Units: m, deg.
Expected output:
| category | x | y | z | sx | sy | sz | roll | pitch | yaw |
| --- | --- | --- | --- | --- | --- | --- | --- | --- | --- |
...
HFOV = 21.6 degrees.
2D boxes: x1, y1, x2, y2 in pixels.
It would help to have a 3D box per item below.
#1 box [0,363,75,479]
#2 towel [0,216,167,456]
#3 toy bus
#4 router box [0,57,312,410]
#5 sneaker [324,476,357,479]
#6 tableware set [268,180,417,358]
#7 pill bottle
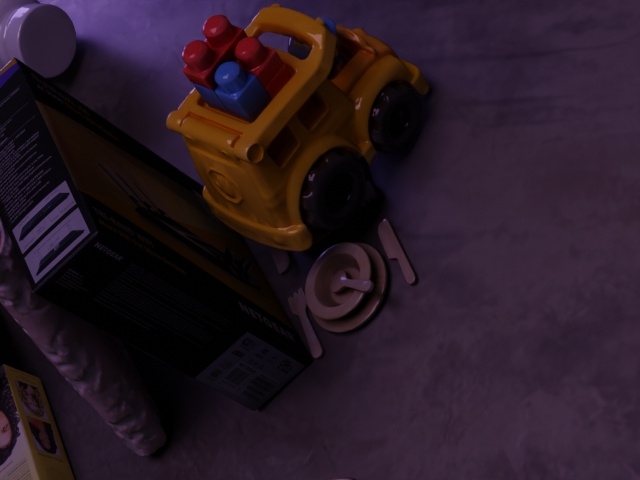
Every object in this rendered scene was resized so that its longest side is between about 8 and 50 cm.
| category | x | y | z | sx | sy | sz | roll | pitch | yaw |
| --- | --- | --- | --- | --- | --- | --- | --- | --- | --- |
| box | -0.299 | 0.241 | 1.690 | 0.087 | 0.058 | 0.232 | -43 | 49 | 17 |
| towel | -0.275 | 0.016 | 1.601 | 0.053 | 0.332 | 0.317 | -33 | 47 | 0 |
| toy bus | -0.032 | -0.136 | 1.518 | 0.149 | 0.211 | 0.220 | 23 | 66 | 40 |
| router box | -0.165 | -0.001 | 1.518 | 0.081 | 0.309 | 0.243 | -42 | 49 | 12 |
| sneaker | -0.016 | 0.252 | 1.455 | 0.118 | 0.042 | 0.067 | -24 | 52 | 27 |
| tableware set | 0.000 | 0.000 | 1.565 | 0.128 | 0.039 | 0.194 | -40 | 49 | 19 |
| pill bottle | -0.373 | -0.232 | 1.943 | 0.187 | 0.112 | 0.112 | 8 | 75 | 42 |
